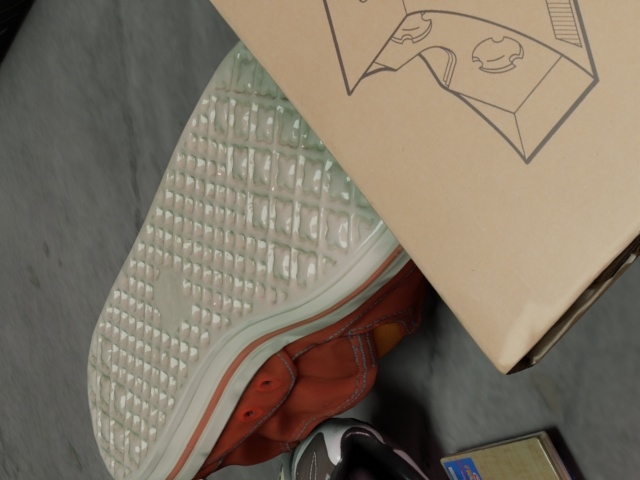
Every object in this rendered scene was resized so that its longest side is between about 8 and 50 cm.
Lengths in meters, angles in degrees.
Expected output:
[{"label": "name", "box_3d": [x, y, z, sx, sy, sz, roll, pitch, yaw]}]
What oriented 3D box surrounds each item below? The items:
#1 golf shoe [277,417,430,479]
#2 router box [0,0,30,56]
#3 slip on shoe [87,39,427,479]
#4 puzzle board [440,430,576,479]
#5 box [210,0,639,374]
[{"label": "golf shoe", "box_3d": [0.045, 0.169, 0.873, 0.198, 0.077, 0.094, 57, 164, 8]}, {"label": "router box", "box_3d": [-0.276, -0.232, 1.084, 0.309, 0.081, 0.243, 60, 155, 3]}, {"label": "slip on shoe", "box_3d": [0.000, 0.000, 0.786, 0.331, 0.101, 0.123, -55, 47, 48]}, {"label": "puzzle board", "box_3d": [0.103, 0.142, 0.824, 0.128, 0.011, 0.096, 62, 156, 1]}, {"label": "box", "box_3d": [0.047, -0.082, 0.614, 0.201, 0.021, 0.164, 53, 128, 19]}]
